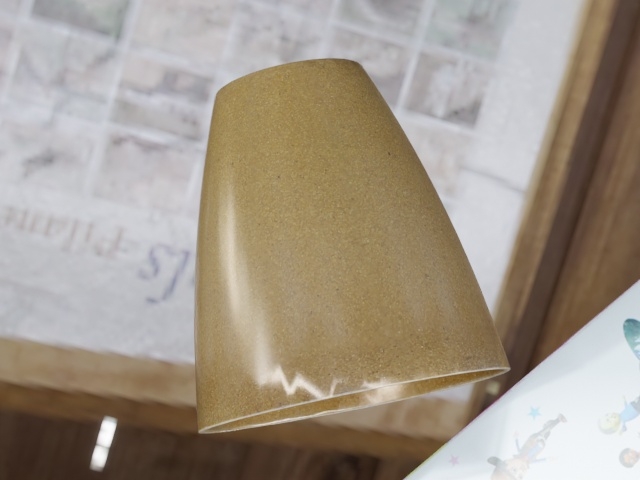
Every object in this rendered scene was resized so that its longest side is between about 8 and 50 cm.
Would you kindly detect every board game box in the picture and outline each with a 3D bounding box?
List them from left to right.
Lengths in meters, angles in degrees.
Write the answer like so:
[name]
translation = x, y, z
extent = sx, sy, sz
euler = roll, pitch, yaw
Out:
[board game box]
translation = 0.094, 0.140, 0.722
extent = 0.097, 0.303, 0.224
euler = 52, -162, 19

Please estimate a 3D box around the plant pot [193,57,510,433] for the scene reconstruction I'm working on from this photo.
[plant pot]
translation = 0.000, 0.000, 1.243
extent = 0.237, 0.254, 0.237
euler = -12, 172, -2
